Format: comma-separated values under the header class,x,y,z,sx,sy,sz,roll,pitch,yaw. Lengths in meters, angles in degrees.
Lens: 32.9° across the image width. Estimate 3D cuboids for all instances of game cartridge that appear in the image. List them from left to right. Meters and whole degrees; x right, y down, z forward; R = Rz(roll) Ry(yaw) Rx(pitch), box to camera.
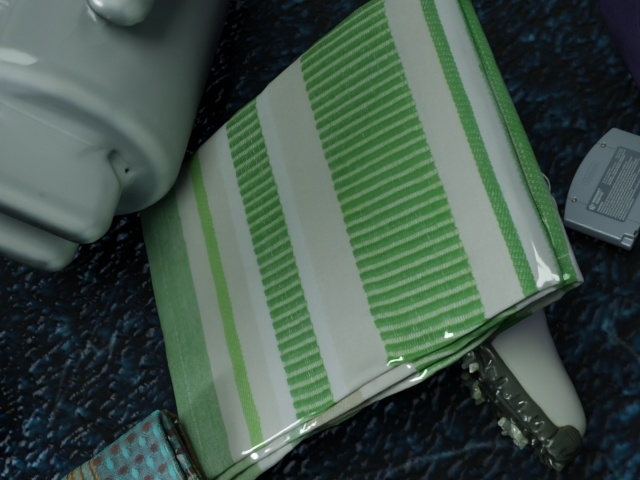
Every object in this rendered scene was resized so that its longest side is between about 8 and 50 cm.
class,x,y,z,sx,sy,sz,roll,pitch,yaw
game cartridge,0.200,-0.036,0.733,0.056,0.017,0.083,25,67,20

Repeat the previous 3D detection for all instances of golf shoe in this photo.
class,x,y,z,sx,sy,sz,roll,pitch,yaw
golf shoe,0.114,0.011,0.705,0.120,0.105,0.273,-26,64,-2

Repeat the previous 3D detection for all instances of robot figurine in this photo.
class,x,y,z,sx,sy,sz,roll,pitch,yaw
robot figurine,-0.176,-0.159,0.798,0.300,0.200,0.353,-26,44,51

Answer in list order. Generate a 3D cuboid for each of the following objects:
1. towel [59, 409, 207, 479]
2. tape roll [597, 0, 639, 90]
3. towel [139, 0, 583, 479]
class,x,y,z,sx,sy,sz,roll,pitch,yaw
towel,-0.124,0.328,0.675,0.271,0.040,0.370,-36,63,11
tape roll,0.270,-0.089,0.591,0.090,0.275,0.275,-37,63,1
towel,0.000,0.000,0.701,0.325,0.038,0.248,-37,57,37
